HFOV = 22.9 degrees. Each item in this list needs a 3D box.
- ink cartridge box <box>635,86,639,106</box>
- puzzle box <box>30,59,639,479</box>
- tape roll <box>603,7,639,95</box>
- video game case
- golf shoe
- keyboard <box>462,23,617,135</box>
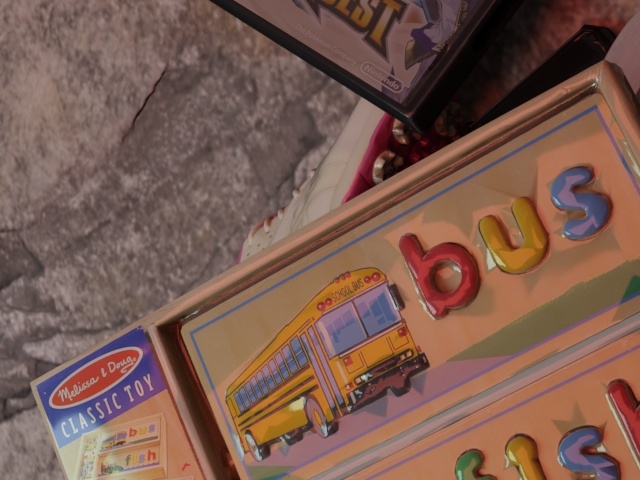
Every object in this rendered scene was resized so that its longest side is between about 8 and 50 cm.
[{"bbox_3d":[0.234,0.040,0.872,0.223,0.045,0.224,30,102,29],"label":"ink cartridge box"},{"bbox_3d":[0.047,0.112,0.894,0.409,0.052,0.272,-30,72,19],"label":"puzzle box"},{"bbox_3d":[0.269,-0.058,0.927,0.219,0.072,0.219,-2,86,31],"label":"tape roll"},{"bbox_3d":[0.039,-0.238,1.078,0.275,0.035,0.248,35,88,31],"label":"video game case"},{"bbox_3d":[0.000,0.000,1.123,0.140,0.115,0.306,30,107,36],"label":"golf shoe"},{"bbox_3d":[0.194,0.035,1.026,0.201,0.033,0.317,-40,67,23],"label":"keyboard"}]
